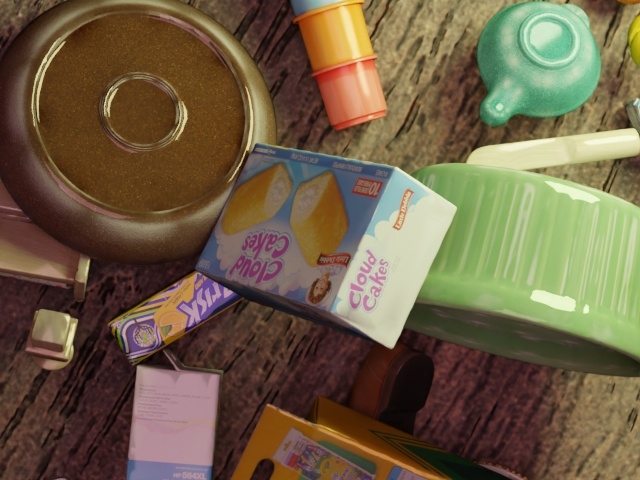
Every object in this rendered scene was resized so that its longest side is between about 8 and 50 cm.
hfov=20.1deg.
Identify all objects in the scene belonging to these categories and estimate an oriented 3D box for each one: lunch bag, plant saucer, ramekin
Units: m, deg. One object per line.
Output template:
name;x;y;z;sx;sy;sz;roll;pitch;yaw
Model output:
lunch bag;0.371;-0.130;1.936;0.083;0.071;0.053;30;89;0
plant saucer;-0.191;-0.128;1.883;0.310;0.050;0.311;5;73;-15
ramekin;0.204;0.029;1.822;0.303;0.303;0.148;14;81;-1

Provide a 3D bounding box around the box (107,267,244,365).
box;-0.142;0.066;1.925;0.169;0.059;0.054;-32;94;-2

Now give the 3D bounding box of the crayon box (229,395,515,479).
crayon box;0.054;0.299;1.861;0.323;0.083;0.203;24;107;-6

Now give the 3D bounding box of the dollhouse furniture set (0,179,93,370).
dollhouse furniture set;-0.393;0.019;1.925;0.303;0.174;0.356;11;65;-2

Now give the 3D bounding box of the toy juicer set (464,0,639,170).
toy juicer set;0.268;-0.186;1.906;0.209;0.089;0.329;12;69;-3

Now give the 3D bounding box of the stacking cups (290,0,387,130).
stacking cups;-0.007;-0.274;1.927;0.096;0.096;0.316;-13;92;-2

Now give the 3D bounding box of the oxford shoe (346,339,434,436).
oxford shoe;0.053;0.204;1.930;0.076;0.076;0.212;13;103;-43

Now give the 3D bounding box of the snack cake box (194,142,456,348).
snack cake box;0.000;0.000;1.776;0.089;0.264;0.152;31;80;-32

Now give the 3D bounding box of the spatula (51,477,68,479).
spatula;-0.373;0.352;1.936;0.242;0.019;0.168;-13;83;-1

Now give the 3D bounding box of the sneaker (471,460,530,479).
sneaker;0.224;0.305;1.923;0.185;0.069;0.084;30;83;0

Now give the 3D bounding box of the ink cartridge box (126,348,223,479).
ink cartridge box;-0.152;0.187;1.906;0.089;0.092;0.143;6;89;-2
